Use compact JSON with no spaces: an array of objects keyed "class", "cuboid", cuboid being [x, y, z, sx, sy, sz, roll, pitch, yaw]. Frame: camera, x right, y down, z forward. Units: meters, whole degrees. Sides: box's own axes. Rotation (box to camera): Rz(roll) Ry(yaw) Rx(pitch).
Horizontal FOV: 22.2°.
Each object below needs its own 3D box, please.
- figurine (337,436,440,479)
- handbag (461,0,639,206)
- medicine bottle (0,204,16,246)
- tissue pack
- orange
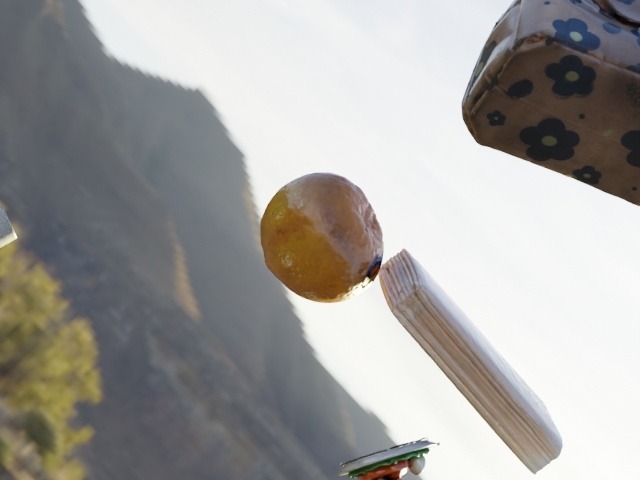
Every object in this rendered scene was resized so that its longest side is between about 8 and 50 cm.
[{"class":"figurine","cuboid":[0.104,0.329,1.997,0.132,0.132,0.153,88,-15,-80]},{"class":"handbag","cuboid":[0.289,-0.178,1.683,0.252,0.193,0.190,21,-44,-10]},{"class":"medicine bottle","cuboid":[-0.371,-0.001,1.603,0.080,0.130,0.080,56,-14,21]},{"class":"tissue pack","cuboid":[0.205,0.165,2.255,0.325,0.071,0.170,48,10,-18]},{"class":"orange","cuboid":[0.003,-0.002,2.183,0.155,0.177,0.177,-10,-43,29]}]
